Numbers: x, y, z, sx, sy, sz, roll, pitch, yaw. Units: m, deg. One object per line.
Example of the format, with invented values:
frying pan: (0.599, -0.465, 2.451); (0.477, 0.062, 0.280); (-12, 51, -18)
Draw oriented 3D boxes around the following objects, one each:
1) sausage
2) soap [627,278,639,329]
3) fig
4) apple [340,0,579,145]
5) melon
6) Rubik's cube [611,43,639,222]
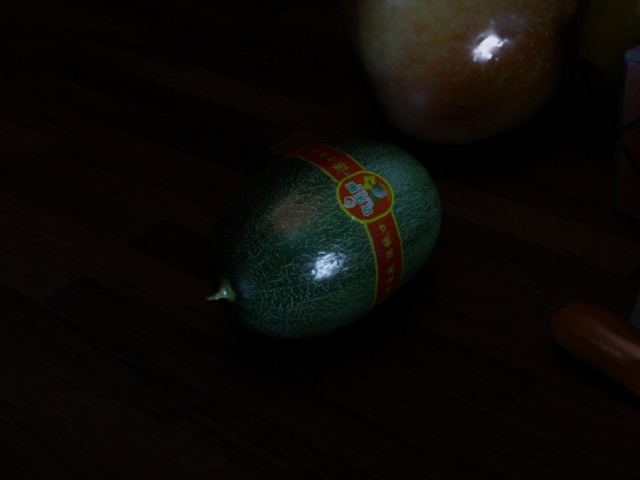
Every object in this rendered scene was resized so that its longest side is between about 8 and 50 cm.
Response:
sausage: (0.285, 0.108, 1.077); (0.183, 0.054, 0.062); (31, 81, 38)
soap: (0.407, 0.061, 1.097); (0.230, 0.091, 0.145); (14, 39, 23)
fig: (0.461, -0.276, 1.437); (0.326, 0.258, 0.258); (-36, 44, -20)
apple: (0.178, -0.274, 1.409); (0.277, 0.319, 0.319); (-12, 34, 12)
melon: (0.000, 0.000, 1.154); (0.182, 0.182, 0.287); (26, 45, 36)
Rubik's cube: (0.457, -0.116, 1.240); (0.205, 0.207, 0.205); (-29, 40, -28)
